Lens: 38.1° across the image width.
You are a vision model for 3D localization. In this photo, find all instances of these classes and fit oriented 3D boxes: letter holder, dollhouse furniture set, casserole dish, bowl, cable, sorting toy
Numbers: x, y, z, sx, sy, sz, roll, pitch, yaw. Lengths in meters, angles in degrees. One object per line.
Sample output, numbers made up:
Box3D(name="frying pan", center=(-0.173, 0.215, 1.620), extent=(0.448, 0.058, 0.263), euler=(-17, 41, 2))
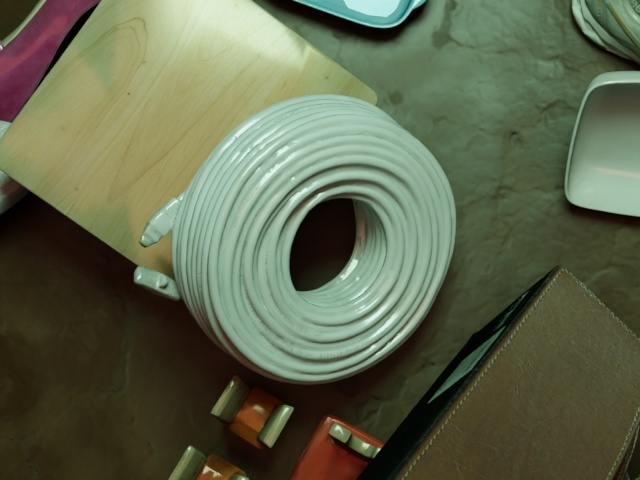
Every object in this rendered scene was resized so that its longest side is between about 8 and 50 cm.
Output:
Box3D(name="letter holder", center=(0.165, 0.206, 0.742), extent=(0.214, 0.152, 0.302), euler=(44, 52, 6))
Box3D(name="dollhouse furniture set", center=(-0.022, 0.290, 0.854), extent=(0.262, 0.135, 0.259), euler=(30, 76, 6))
Box3D(name="casserole dish", center=(0.023, -0.278, 0.929), extent=(0.188, 0.037, 0.114), euler=(21, 86, 5))
Box3D(name="bowl", center=(0.303, -0.094, 0.859), extent=(0.142, 0.053, 0.142), euler=(7, 127, 7))
Box3D(name="cable", center=(0.000, 0.000, 0.815), extent=(0.257, 0.089, 0.257), euler=(39, 86, -33))
Box3D(name="sorting toy", center=(-0.124, -0.103, 0.881), extent=(0.255, 0.089, 0.257), euler=(36, 88, -5))

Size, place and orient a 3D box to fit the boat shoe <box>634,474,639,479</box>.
Box3D(name="boat shoe", center=(0.309, 0.301, 0.815), extent=(0.081, 0.068, 0.227), euler=(-1, 115, 17))

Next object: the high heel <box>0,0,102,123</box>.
Box3D(name="high heel", center=(-0.246, -0.210, 0.936), extent=(0.244, 0.082, 0.117), euler=(-28, 112, -11))

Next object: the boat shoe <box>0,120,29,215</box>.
Box3D(name="boat shoe", center=(-0.425, -0.006, 0.900), extent=(0.335, 0.119, 0.121), euler=(-30, 70, -18))

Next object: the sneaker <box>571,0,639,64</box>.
Box3D(name="sneaker", center=(0.353, -0.178, 0.852), extent=(0.262, 0.121, 0.099), euler=(34, 89, 6))
